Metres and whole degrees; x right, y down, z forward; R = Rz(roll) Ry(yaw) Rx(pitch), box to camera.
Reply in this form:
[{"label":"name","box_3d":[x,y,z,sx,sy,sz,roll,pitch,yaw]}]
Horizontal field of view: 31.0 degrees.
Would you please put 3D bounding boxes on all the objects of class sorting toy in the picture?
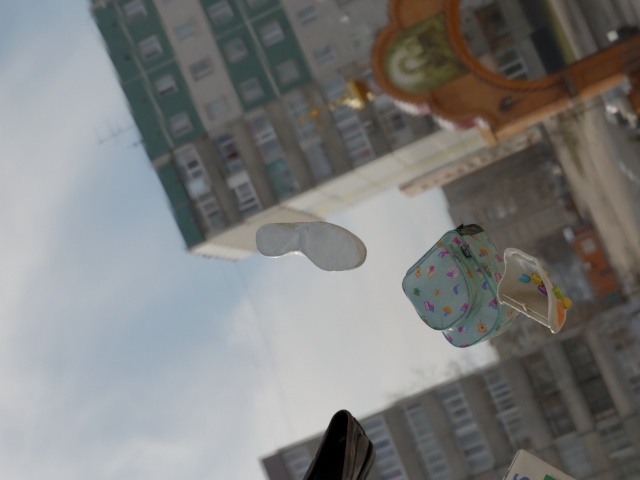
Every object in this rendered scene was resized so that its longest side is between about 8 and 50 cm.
[{"label":"sorting toy","box_3d":[0.216,0.042,1.178,0.083,0.045,0.075,31,154,51]}]

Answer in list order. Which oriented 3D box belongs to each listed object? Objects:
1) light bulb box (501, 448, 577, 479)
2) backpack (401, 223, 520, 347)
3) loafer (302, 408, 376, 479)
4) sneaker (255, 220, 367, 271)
[{"label":"light bulb box","box_3d":[0.389,0.591,1.878,0.225,0.361,0.358,-51,-15,-41]},{"label":"backpack","box_3d":[0.246,0.087,1.980,0.144,0.166,0.188,-23,-108,-50]},{"label":"loafer","box_3d":[0.002,0.380,1.761,0.302,0.109,0.095,-59,-44,-54]},{"label":"sneaker","box_3d":[0.000,0.000,1.896,0.094,0.212,0.080,-10,-73,-52]}]
